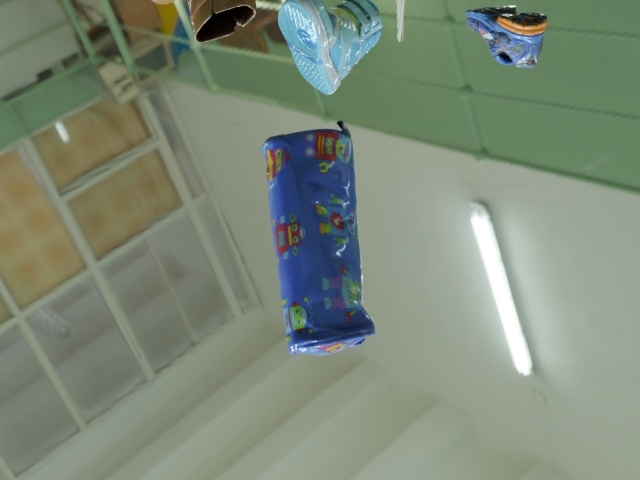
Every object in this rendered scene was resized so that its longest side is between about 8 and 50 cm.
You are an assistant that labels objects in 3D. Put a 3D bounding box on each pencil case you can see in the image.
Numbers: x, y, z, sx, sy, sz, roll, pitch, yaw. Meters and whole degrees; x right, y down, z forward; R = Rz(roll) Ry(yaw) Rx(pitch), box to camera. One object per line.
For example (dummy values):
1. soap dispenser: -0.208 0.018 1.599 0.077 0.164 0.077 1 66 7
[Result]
1. pencil case: 0.000 0.000 1.304 0.133 0.306 0.119 3 165 -43

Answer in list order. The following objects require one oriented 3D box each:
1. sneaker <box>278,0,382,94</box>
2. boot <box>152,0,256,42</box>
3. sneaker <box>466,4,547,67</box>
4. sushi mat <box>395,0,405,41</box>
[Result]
1. sneaker: 0.031 -0.460 2.022 0.127 0.319 0.208 40 -100 17
2. boot: -0.213 -0.438 1.744 0.283 0.109 0.220 -21 -118 31
3. sneaker: 0.292 -0.329 1.577 0.083 0.087 0.221 -5 -159 -10
4. sushi mat: 0.173 -0.569 2.120 0.019 0.316 0.152 -6 -105 1
